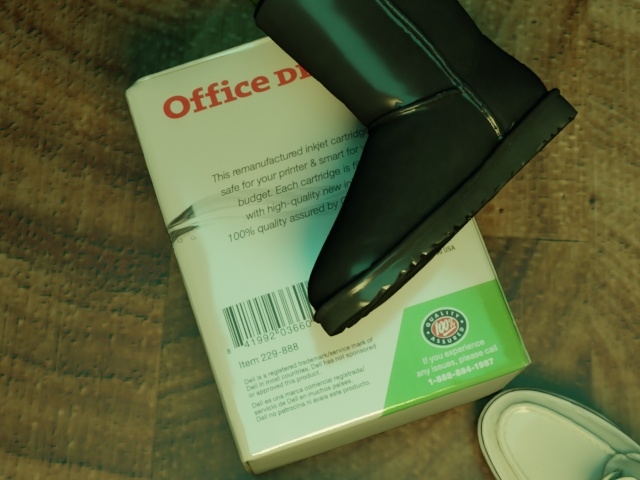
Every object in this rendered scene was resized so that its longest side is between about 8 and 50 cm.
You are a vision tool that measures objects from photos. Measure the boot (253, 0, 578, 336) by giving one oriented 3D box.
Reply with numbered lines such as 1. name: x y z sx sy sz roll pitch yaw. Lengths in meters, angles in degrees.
1. boot: 0.025 -0.083 0.812 0.207 0.094 0.246 45 69 5

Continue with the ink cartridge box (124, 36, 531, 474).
1. ink cartridge box: 0.000 0.000 0.904 0.211 0.121 0.289 -17 75 -5

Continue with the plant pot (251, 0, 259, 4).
1. plant pot: -0.004 -0.359 0.958 0.228 0.207 0.227 -25 76 -7

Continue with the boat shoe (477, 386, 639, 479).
1. boat shoe: 0.213 0.197 0.839 0.096 0.088 0.267 -42 67 -2
